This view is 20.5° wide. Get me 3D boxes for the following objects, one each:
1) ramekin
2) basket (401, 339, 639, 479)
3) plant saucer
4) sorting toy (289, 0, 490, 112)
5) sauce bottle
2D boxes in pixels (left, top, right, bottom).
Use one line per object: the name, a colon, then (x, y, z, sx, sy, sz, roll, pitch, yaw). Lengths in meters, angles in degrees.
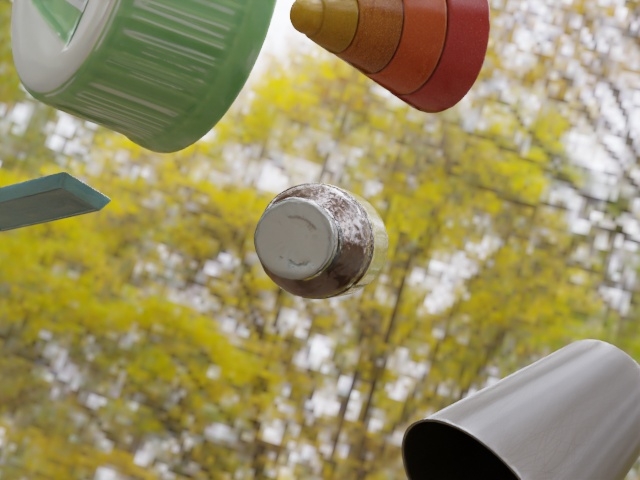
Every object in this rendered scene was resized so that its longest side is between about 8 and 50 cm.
ramekin: (-0.179, -0.247, 1.715, 0.148, 0.303, 0.303, 15, -20, -32)
basket: (0.223, 0.205, 1.758, 0.204, 0.227, 0.154, 50, -39, 7)
plant saucer: (-0.308, -0.038, 1.882, 0.192, 0.018, 0.067, -11, -33, 43)
sorting toy: (0.072, -0.255, 1.175, 0.126, 0.127, 0.365, 1, -57, -32)
sauce bottle: (0.000, 0.000, 1.647, 0.111, 0.111, 0.344, 15, 0, 6)
